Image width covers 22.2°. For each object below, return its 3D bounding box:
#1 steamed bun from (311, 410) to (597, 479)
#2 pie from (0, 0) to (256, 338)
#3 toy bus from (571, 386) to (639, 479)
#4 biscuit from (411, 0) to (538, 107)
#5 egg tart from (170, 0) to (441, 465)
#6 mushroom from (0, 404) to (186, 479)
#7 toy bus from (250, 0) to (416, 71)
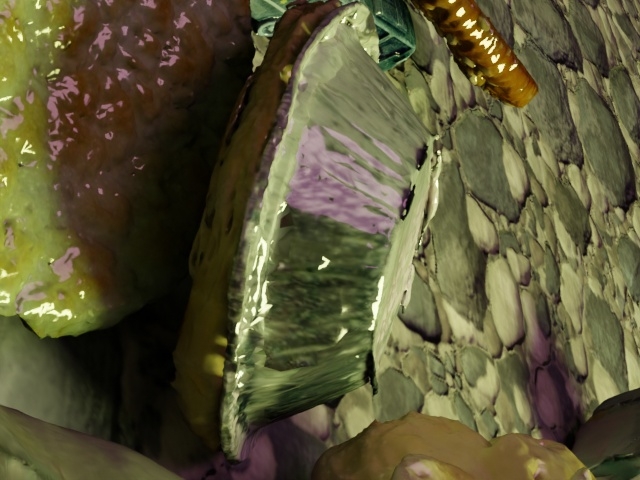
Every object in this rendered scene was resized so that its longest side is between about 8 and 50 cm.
[{"bbox_3d":[0.110,0.214,0.795,0.292,0.137,0.295,5,61,-36],"label":"steamed bun"},{"bbox_3d":[-0.130,-0.087,0.711,0.274,0.105,0.257,36,48,-47],"label":"pie"},{"bbox_3d":[0.287,0.271,1.230,0.138,0.112,0.317,-30,96,-54],"label":"toy bus"},{"bbox_3d":[0.053,-0.212,1.143,0.305,0.038,0.305,51,9,-12],"label":"biscuit"},{"bbox_3d":[0.000,0.000,0.785,0.234,0.094,0.234,16,90,-82],"label":"egg tart"},{"bbox_3d":[-0.098,0.148,0.558,0.397,0.126,0.177,31,53,-52],"label":"mushroom"},{"bbox_3d":[0.002,-0.153,1.058,0.166,0.065,0.047,22,51,-56],"label":"toy bus"}]
